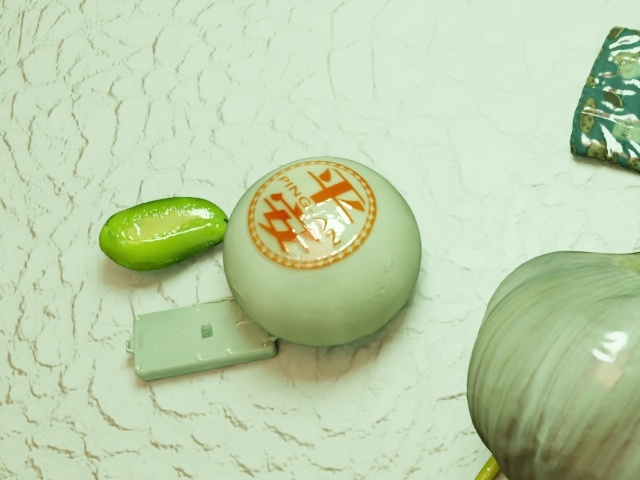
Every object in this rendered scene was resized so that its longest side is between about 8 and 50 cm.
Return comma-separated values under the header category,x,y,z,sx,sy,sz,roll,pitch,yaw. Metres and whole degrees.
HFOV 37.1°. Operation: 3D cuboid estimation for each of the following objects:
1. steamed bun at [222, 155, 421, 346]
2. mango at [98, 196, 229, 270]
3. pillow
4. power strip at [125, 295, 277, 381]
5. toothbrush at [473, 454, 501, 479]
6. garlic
category,x,y,z,sx,sy,sz,roll,pitch,yaw
steamed bun,0.000,0.000,1.081,0.231,0.145,0.232,-2,62,3
mango,-0.194,-0.006,1.197,0.165,0.074,0.091,-6,60,-1
pillow,0.434,-0.152,1.113,0.255,0.034,0.189,16,75,18
power strip,-0.141,0.114,1.151,0.192,0.035,0.081,-12,64,10
toothbrush,0.166,0.266,1.013,0.021,0.024,0.288,36,78,22
garlic,0.271,0.147,0.886,0.317,0.317,0.259,27,114,23
